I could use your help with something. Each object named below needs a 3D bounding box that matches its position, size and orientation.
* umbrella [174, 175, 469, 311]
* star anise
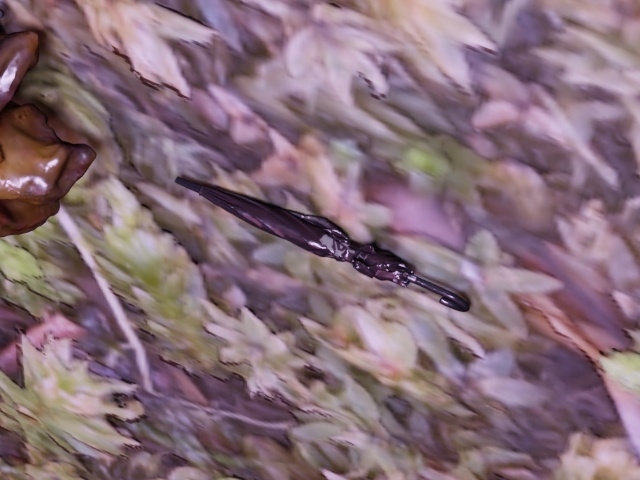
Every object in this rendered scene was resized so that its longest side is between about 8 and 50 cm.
[{"bbox_3d":[0.000,-0.001,0.739,0.122,0.013,0.022,24,166,10],"label":"umbrella"},{"bbox_3d":[-0.174,-0.077,0.734,0.177,0.073,0.234,8,132,17],"label":"star anise"}]
